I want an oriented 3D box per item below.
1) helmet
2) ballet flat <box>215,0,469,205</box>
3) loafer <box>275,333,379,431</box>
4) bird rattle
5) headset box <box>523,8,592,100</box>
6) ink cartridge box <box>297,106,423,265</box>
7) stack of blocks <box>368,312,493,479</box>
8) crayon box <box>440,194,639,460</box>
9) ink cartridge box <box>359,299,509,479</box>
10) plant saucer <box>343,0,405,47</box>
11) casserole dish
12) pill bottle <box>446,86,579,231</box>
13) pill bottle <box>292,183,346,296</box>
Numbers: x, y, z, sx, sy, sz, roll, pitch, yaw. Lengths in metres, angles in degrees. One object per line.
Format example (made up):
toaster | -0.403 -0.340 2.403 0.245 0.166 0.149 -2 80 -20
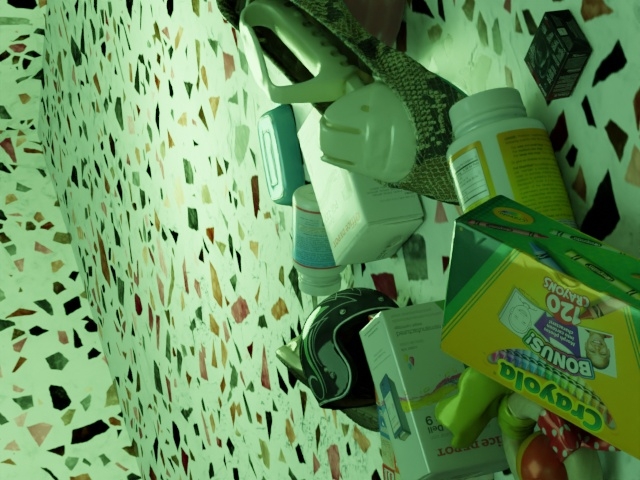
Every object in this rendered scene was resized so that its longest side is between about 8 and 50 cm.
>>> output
helmet | 0.049 0.150 2.103 0.169 0.169 0.162 138 128 -66
ballet flat | 0.024 -0.186 1.828 0.483 0.182 0.164 47 137 32
loafer | 0.031 0.201 2.257 0.268 0.092 0.102 31 168 48
bird rattle | 0.265 0.222 1.677 0.253 0.143 0.207 4 114 56
headset box | 0.252 -0.195 1.587 0.083 0.032 0.062 106 148 -51
ink cartridge box | 0.053 -0.093 2.077 0.158 0.092 0.218 126 130 -63
stack of blocks | 0.148 0.248 1.978 0.171 0.087 0.297 -164 67 -68
crayon box | 0.256 0.087 1.475 0.278 0.081 0.165 27 130 33
ink cartridge box | 0.156 0.185 1.833 0.093 0.154 0.212 130 128 -62
plant saucer | -0.008 -0.379 2.044 0.332 0.084 0.332 27 122 52
casserole dish | -0.068 -0.139 2.457 0.114 0.037 0.188 166 95 -69
pill bottle | 0.210 -0.055 1.638 0.117 0.117 0.215 132 126 -65
pill bottle | 0.000 0.000 2.264 0.087 0.087 0.160 -134 40 -57
